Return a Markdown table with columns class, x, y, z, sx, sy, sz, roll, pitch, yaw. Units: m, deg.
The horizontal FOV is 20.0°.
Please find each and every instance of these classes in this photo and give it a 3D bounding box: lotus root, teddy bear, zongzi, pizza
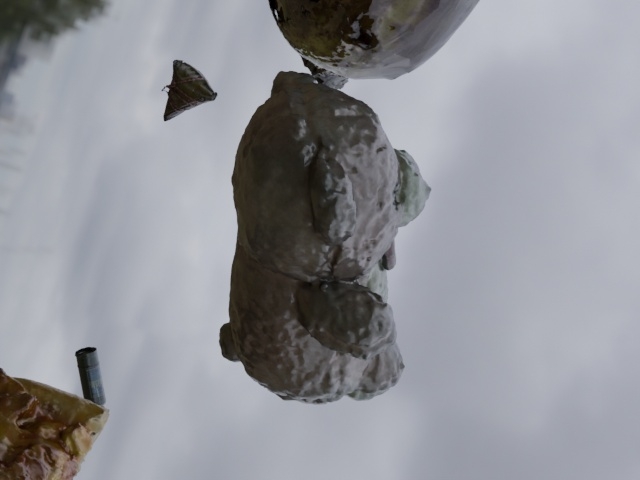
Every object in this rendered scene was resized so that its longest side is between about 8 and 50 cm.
| class | x | y | z | sx | sy | sz | roll | pitch | yaw |
| --- | --- | --- | --- | --- | --- | --- | --- | --- | --- |
| lotus root | 0.073 | -0.279 | 1.579 | 0.397 | 0.179 | 0.196 | -54 | -156 | 41 |
| teddy bear | -0.001 | 0.001 | 1.421 | 0.236 | 0.151 | 0.267 | -113 | -154 | -50 |
| zongzi | -0.167 | -0.174 | 2.188 | 0.073 | 0.067 | 0.083 | -54 | -174 | -1 |
| pizza | -0.315 | 0.197 | 1.523 | 0.226 | 0.335 | 0.086 | 53 | -44 | 40 |

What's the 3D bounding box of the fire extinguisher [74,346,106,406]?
| class | x | y | z | sx | sy | sz | roll | pitch | yaw |
| --- | --- | --- | --- | --- | --- | --- | --- | --- | --- |
| fire extinguisher | -0.257 | 0.162 | 2.040 | 0.038 | 0.025 | 0.083 | -149 | -132 | -69 |
